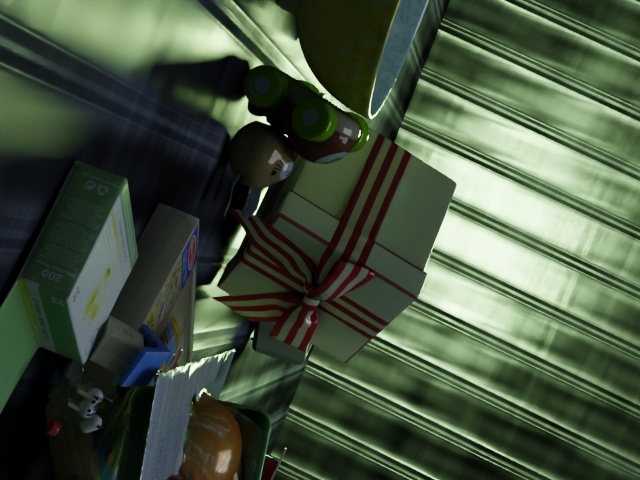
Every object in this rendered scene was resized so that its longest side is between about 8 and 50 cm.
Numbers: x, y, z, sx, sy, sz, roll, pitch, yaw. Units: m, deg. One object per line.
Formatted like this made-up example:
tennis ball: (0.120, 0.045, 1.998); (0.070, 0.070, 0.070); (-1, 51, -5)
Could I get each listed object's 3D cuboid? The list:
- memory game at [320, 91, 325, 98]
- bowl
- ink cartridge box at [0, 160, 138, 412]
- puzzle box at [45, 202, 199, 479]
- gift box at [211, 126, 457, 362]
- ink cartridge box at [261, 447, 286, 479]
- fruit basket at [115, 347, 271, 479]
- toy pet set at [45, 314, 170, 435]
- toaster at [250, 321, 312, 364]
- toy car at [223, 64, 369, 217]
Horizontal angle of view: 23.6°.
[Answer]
memory game: (-0.030, -0.147, 2.416); (0.186, 0.012, 0.186); (21, 90, -83)
bowl: (0.042, -0.308, 1.848); (0.289, 0.156, 0.289); (23, 90, -83)
ink cartridge box: (-0.233, 0.070, 1.321); (0.171, 0.056, 0.235); (99, 13, -66)
puzzle box: (-0.219, 0.171, 1.757); (0.409, 0.052, 0.272); (100, 13, -60)
gift box: (0.000, 0.000, 2.166); (0.255, 0.276, 0.258); (-55, -170, 52)
ink cartridge box: (-0.180, 0.435, 2.157); (0.272, 0.130, 0.309); (114, 1, -59)
fruit basket: (-0.167, 0.277, 1.581); (0.353, 0.165, 0.327); (1, 100, -77)
toy pet set: (-0.199, 0.128, 1.435); (0.114, 0.065, 0.122); (-53, -160, 13)
toaster: (-0.043, 0.104, 2.705); (0.185, 0.110, 0.168); (101, 12, -58)
toy car: (-0.053, -0.104, 1.891); (0.188, 0.149, 0.155); (-57, 163, 8)
